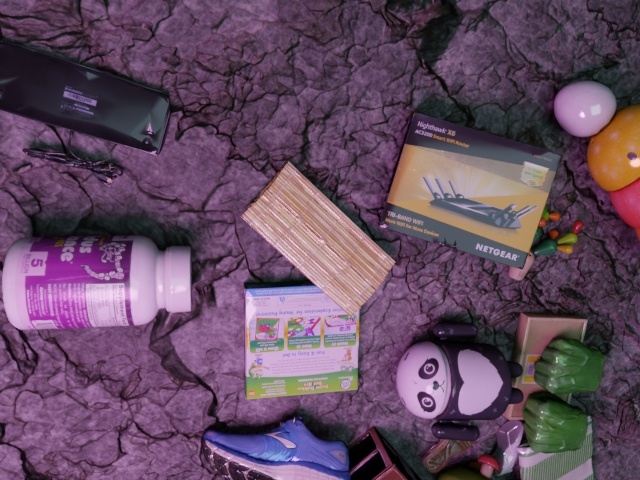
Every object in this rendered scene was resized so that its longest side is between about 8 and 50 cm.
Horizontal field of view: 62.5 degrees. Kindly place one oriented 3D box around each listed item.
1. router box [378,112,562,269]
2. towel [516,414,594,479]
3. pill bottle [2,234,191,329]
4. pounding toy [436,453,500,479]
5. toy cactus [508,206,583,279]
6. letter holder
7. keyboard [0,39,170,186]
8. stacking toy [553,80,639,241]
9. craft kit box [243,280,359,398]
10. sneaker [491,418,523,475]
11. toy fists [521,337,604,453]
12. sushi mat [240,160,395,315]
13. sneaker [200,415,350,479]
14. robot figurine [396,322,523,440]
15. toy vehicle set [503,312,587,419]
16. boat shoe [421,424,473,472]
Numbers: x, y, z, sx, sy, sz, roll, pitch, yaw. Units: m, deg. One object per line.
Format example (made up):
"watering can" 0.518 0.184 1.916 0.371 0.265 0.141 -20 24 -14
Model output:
"router box" 0.300 -0.102 1.090 0.309 0.081 0.243 16 96 2
"towel" 0.608 0.626 1.350 0.248 0.038 0.325 -16 106 -23
"pill bottle" -0.391 0.073 0.965 0.301 0.169 0.169 -1 101 -13
"pounding toy" 0.402 0.588 1.269 0.237 0.183 0.110 38 65 -17
"toy cactus" 0.484 0.007 1.197 0.219 0.112 0.180 8 109 -23
"letter holder" 0.148 0.630 1.212 0.214 0.152 0.302 -39 107 -1
"keyboard" -0.449 -0.220 0.967 0.317 0.033 0.201 16 91 -14
"stacking toy" 0.704 -0.172 1.139 0.480 0.350 0.350 35 92 1
"craft kit box" -0.039 0.209 1.134 0.250 0.061 0.246 -1 99 -13
"sneaker" 0.473 0.515 1.318 0.061 0.054 0.152 14 100 -31
"toy fists" 0.558 0.365 1.243 0.142 0.096 0.279 11 96 -22
"sushi mat" 0.000 0.000 1.085 0.316 0.019 0.151 43 79 -9
"sneaker" -0.095 0.458 1.144 0.330 0.147 0.129 12 135 1
"robot figurine" 0.307 0.310 1.168 0.278 0.209 0.173 6 129 -14
"toy vehicle set" 0.549 0.311 1.297 0.166 0.035 0.267 5 100 -14
"boat shoe" 0.312 0.500 1.282 0.153 0.048 0.056 -39 94 -10
